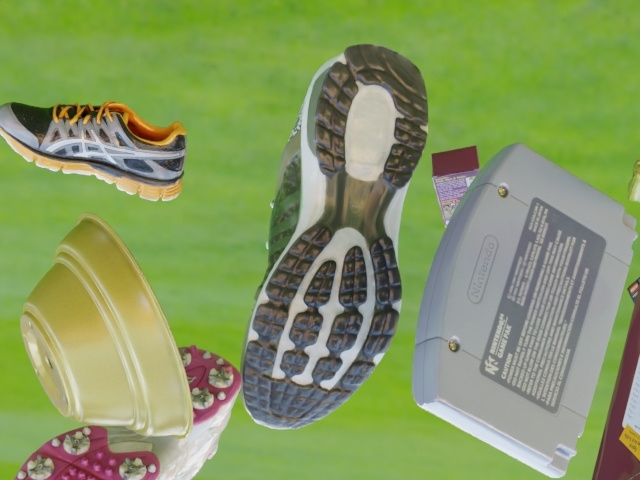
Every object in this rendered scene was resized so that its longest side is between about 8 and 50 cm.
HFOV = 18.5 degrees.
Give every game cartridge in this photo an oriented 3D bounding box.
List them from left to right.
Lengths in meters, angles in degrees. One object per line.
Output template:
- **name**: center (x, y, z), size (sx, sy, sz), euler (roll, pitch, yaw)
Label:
- **game cartridge**: center (0.200, 0.062, 1.947), size (0.198, 0.297, 0.062), euler (28, 155, -17)

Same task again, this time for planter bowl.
- **planter bowl**: center (-0.201, 0.091, 1.704), size (0.090, 0.217, 0.217), euler (-24, 179, -21)

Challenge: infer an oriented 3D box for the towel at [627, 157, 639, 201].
- **towel**: center (0.413, -0.042, 1.869), size (0.237, 0.021, 0.102), euler (8, 168, 5)

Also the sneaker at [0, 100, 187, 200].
- **sneaker**: center (-0.242, -0.114, 2.098), size (0.215, 0.083, 0.084), euler (16, -152, -12)

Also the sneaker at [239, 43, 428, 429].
- **sneaker**: center (0.000, 0.000, 2.079), size (0.158, 0.410, 0.182), euler (19, 173, -19)

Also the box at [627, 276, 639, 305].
- **box**: center (0.329, 0.047, 1.598), size (0.137, 0.027, 0.094), euler (33, 114, -30)

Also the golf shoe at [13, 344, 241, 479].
- **golf shoe**: center (-0.192, 0.233, 1.937), size (0.115, 0.306, 0.140), euler (33, 139, 26)

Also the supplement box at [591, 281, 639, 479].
- **supplement box**: center (0.296, 0.128, 1.312), size (0.129, 0.194, 0.191), euler (9, -171, -22)

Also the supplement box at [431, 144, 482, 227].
- **supplement box**: center (0.158, -0.059, 2.200), size (0.055, 0.043, 0.083), euler (-9, 133, 8)
